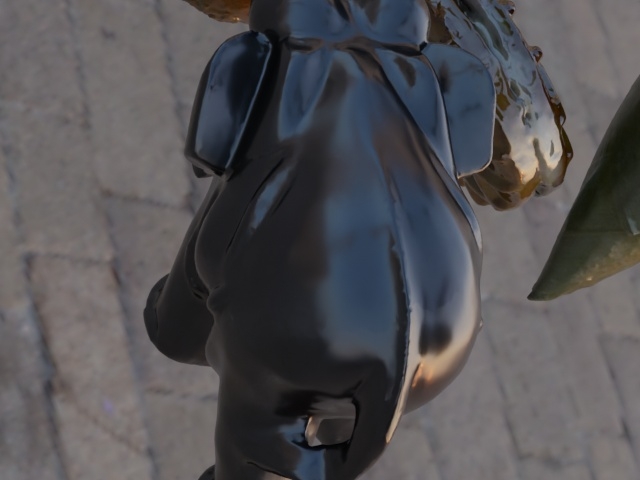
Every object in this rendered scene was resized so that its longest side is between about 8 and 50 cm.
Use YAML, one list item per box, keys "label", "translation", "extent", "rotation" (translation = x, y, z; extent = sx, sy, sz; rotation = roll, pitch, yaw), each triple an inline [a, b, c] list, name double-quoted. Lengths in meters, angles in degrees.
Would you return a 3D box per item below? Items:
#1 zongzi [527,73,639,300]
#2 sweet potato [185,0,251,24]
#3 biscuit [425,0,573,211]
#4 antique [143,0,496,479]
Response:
- label: "zongzi"
  translation: [0.367, -0.117, 1.783]
  extent: [0.174, 0.393, 0.356]
  rotation: [45, -16, 13]
- label: "sweet potato"
  translation: [-0.086, -0.213, 1.254]
  extent: [0.354, 0.095, 0.106]
  rotation: [33, -4, -16]
- label: "biscuit"
  translation: [0.136, -0.176, 1.839]
  extent: [0.332, 0.103, 0.332]
  rotation: [57, -7, 10]
- label: "antique"
  translation: [0.000, 0.000, 1.113]
  extent: [0.185, 0.255, 0.322]
  rotation: [-1, 54, -17]
